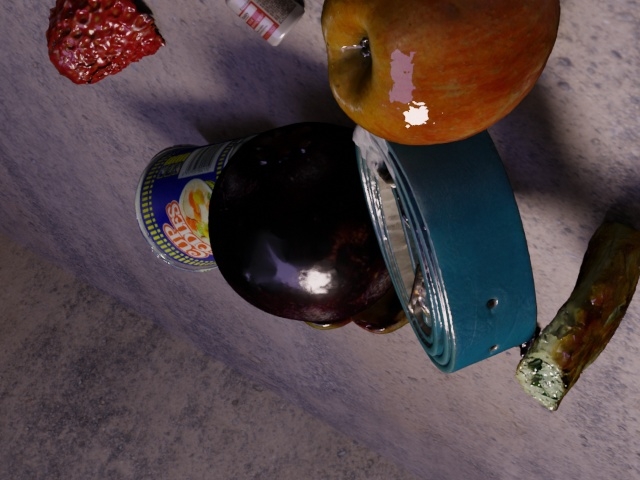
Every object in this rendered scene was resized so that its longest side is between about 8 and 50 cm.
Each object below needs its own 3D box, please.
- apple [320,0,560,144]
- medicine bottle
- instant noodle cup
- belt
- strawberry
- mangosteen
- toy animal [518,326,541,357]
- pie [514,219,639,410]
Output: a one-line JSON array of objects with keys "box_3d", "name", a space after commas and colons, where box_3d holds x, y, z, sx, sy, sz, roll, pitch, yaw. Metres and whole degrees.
[{"box_3d": [0.135, -0.253, 1.431, 0.301, 0.301, 0.301, 31, 159, 14], "name": "apple"}, {"box_3d": [-0.099, -0.379, 1.789, 0.140, 0.079, 0.079, 40, 159, -10], "name": "medicine bottle"}, {"box_3d": [-0.186, -0.094, 2.311, 0.284, 0.284, 0.312, 45, 149, -21], "name": "instant noodle cup"}, {"box_3d": [0.179, -0.015, 1.686, 0.300, 0.173, 0.437, -132, 25, -62], "name": "belt"}, {"box_3d": [-0.426, -0.381, 2.171, 0.234, 0.178, 0.234, 28, 163, 9], "name": "strawberry"}, {"box_3d": [0.000, 0.000, 2.008, 0.382, 0.382, 0.435, 16, 139, 42], "name": "mangosteen"}, {"box_3d": [0.368, 0.147, 2.200, 0.105, 0.070, 0.202, 43, 173, 42], "name": "toy animal"}, {"box_3d": [0.408, 0.109, 1.744, 0.103, 0.288, 0.355, 29, 162, 17], "name": "pie"}]
